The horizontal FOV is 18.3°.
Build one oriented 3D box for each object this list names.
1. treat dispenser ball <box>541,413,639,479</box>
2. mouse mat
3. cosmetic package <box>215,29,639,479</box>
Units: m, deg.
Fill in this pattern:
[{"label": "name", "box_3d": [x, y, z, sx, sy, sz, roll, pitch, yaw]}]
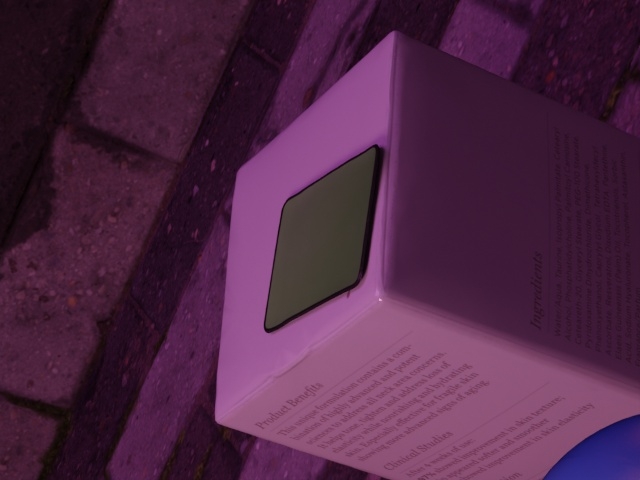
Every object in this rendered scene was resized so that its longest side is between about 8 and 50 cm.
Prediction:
[{"label": "treat dispenser ball", "box_3d": [0.289, 0.277, 1.562, 0.288, 0.288, 0.288, -45, 33, 42]}, {"label": "mouse mat", "box_3d": [0.000, 0.000, 1.940, 0.190, 0.007, 0.152, -31, 44, 55]}, {"label": "cosmetic package", "box_3d": [0.144, 0.050, 2.087, 0.329, 0.394, 0.327, -38, 38, 48]}]
